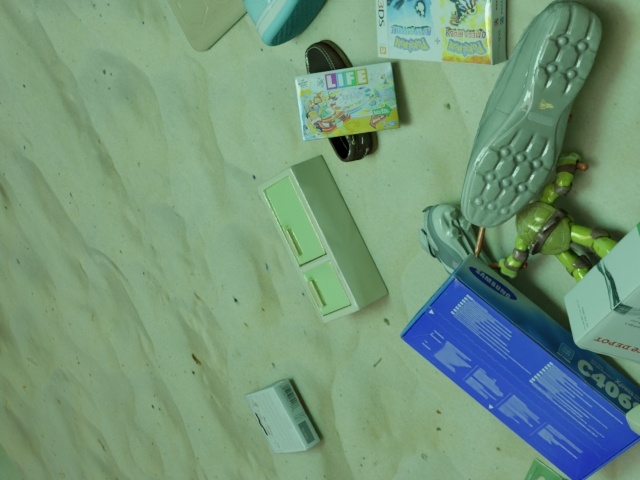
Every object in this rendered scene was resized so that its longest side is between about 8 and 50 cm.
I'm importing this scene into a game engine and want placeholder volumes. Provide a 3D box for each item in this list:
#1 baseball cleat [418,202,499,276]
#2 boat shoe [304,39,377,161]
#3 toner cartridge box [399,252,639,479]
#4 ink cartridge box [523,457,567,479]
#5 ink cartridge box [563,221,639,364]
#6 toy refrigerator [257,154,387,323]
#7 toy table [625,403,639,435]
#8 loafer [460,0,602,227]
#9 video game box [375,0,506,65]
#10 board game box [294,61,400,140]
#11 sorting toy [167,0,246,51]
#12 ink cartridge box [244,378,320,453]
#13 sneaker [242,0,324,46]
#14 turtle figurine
[{"bbox_3d":[0.220,0.036,1.451,0.109,0.072,0.205,-4,109,65],"label":"baseball cleat"},{"bbox_3d":[0.024,-0.226,1.502,0.073,0.073,0.206,-28,87,49],"label":"boat shoe"},{"bbox_3d":[0.303,0.191,1.371,0.348,0.075,0.165,40,131,5],"label":"toner cartridge box"},{"bbox_3d":[0.396,0.455,1.464,0.209,0.062,0.108,34,128,28],"label":"ink cartridge box"},{"bbox_3d":[0.437,0.063,1.184,0.086,0.153,0.208,-92,27,-42],"label":"ink cartridge box"},{"bbox_3d":[0.000,0.000,1.608,0.102,0.094,0.269,-25,91,45],"label":"toy refrigerator"},{"bbox_3d":[0.511,0.228,1.121,0.274,0.161,0.252,57,172,-10],"label":"toy table"},{"bbox_3d":[0.275,-0.168,1.244,0.112,0.111,0.319,21,110,-12],"label":"loafer"},{"bbox_3d":[0.169,-0.352,1.331,0.205,0.048,0.187,13,119,39],"label":"video game box"},{"bbox_3d":[0.042,-0.217,1.453,0.154,0.026,0.103,-7,95,10],"label":"board game box"},{"bbox_3d":[-0.213,-0.468,1.644,0.193,0.038,0.208,-30,91,46],"label":"sorting toy"},{"bbox_3d":[-0.081,0.364,1.896,0.145,0.045,0.179,62,154,1],"label":"ink cartridge box"},{"bbox_3d":[-0.056,-0.474,1.429,0.208,0.127,0.319,53,134,9],"label":"sneaker"},{"bbox_3d":[0.336,-0.022,1.288,0.217,0.087,0.269,37,120,18],"label":"turtle figurine"}]
